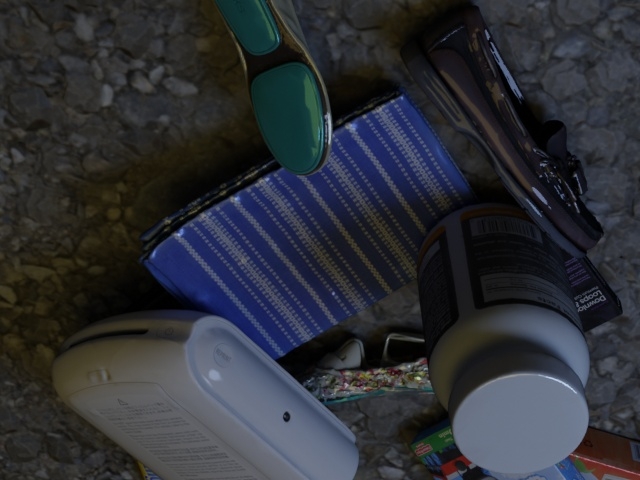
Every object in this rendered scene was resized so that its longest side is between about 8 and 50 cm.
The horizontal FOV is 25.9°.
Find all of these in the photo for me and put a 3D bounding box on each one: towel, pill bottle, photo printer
[{"bbox_3d":[0.000,0.000,1.508,0.336,0.040,0.243,-30,128,10],"label":"towel"},{"bbox_3d":[0.186,0.096,1.427,0.162,0.278,0.162,0,125,-1],"label":"pill bottle"},{"bbox_3d":[-0.140,0.191,1.585,0.256,0.107,0.307,-12,135,42],"label":"photo printer"}]

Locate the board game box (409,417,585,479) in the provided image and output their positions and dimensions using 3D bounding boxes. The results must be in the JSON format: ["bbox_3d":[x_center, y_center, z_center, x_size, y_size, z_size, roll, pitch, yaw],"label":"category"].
[{"bbox_3d":[0.232,0.295,1.692,0.160,0.039,0.211,-34,97,36],"label":"board game box"}]

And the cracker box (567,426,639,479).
[{"bbox_3d":[0.325,0.344,1.765,0.155,0.067,0.232,17,124,-7],"label":"cracker box"}]

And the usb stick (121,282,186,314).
[{"bbox_3d":[-0.117,0.039,1.587,0.278,0.045,0.077,-37,124,25],"label":"usb stick"}]

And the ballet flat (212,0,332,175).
[{"bbox_3d":[-0.040,-0.188,1.387,0.086,0.086,0.248,-14,113,13],"label":"ballet flat"}]

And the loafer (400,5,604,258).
[{"bbox_3d":[0.208,-0.108,1.427,0.095,0.109,0.302,-39,109,15],"label":"loafer"}]

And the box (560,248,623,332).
[{"bbox_3d":[0.254,0.049,1.582,0.116,0.029,0.162,-30,120,22],"label":"box"}]

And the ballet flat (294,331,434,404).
[{"bbox_3d":[0.070,0.148,1.644,0.241,0.091,0.077,-6,95,2],"label":"ballet flat"}]

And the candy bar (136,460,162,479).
[{"bbox_3d":[-0.222,0.277,1.778,0.040,0.018,0.161,-10,125,10],"label":"candy bar"}]
